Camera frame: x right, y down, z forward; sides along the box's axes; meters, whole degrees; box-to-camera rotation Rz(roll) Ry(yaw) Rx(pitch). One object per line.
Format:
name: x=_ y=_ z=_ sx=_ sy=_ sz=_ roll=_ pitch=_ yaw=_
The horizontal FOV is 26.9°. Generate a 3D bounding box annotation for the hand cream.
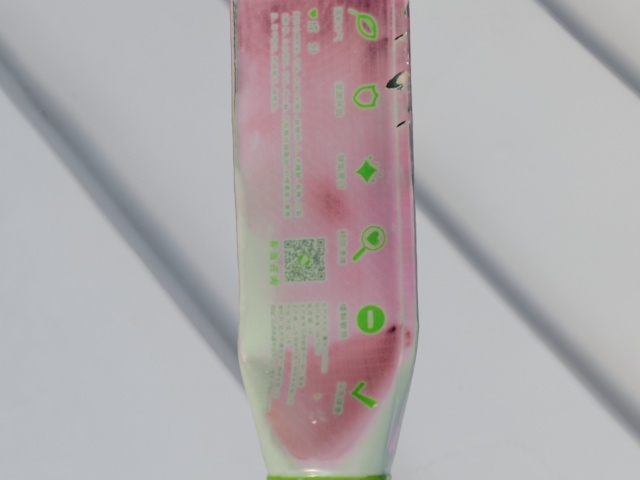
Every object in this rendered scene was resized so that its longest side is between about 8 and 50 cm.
hand cream: x=0.000 y=0.000 z=0.585 sx=0.079 sy=0.275 sz=0.050 roll=0 pitch=172 yaw=-11
